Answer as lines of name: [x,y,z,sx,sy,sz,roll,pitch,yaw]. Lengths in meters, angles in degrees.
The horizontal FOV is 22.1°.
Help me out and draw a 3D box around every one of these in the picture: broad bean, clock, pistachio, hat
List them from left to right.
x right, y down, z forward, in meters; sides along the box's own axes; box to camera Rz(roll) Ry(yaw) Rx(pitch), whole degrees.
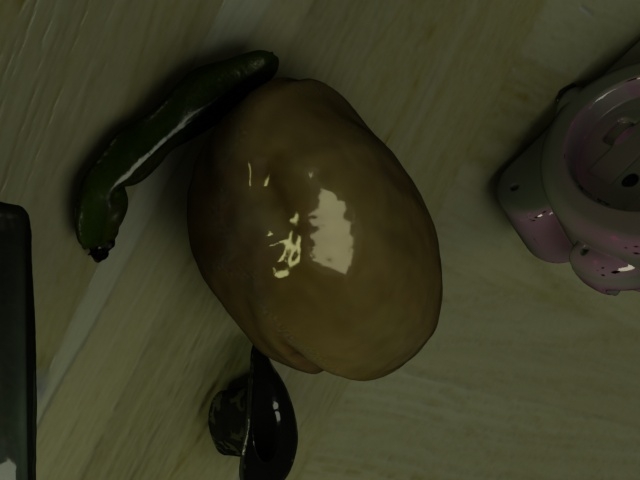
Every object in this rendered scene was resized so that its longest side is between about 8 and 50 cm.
broad bean: [-0.111,-0.069,1.142,0.195,0.046,0.061,-49,146,4]
hat: [-0.059,0.141,1.294,0.121,0.050,0.121,-3,90,-72]
pistachio: [0.000,0.000,1.182,0.293,0.162,0.181,52,45,-51]
clock: [0.285,-0.051,1.313,0.227,0.248,0.090,-44,131,-8]

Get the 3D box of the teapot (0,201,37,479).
teapot: [-0.339,0.118,0.901,0.362,0.305,0.376,0,154,-8]
